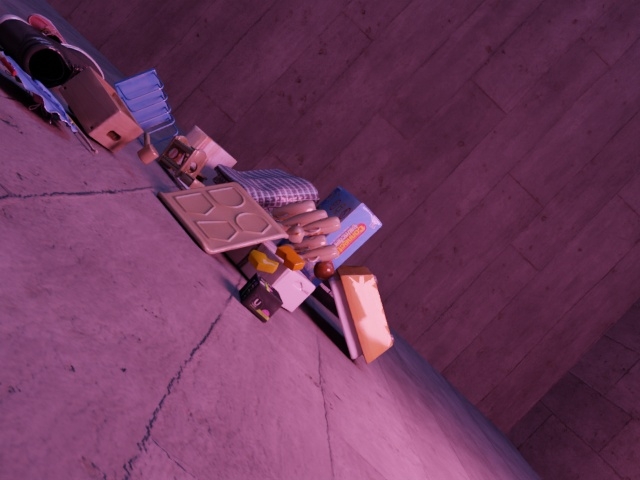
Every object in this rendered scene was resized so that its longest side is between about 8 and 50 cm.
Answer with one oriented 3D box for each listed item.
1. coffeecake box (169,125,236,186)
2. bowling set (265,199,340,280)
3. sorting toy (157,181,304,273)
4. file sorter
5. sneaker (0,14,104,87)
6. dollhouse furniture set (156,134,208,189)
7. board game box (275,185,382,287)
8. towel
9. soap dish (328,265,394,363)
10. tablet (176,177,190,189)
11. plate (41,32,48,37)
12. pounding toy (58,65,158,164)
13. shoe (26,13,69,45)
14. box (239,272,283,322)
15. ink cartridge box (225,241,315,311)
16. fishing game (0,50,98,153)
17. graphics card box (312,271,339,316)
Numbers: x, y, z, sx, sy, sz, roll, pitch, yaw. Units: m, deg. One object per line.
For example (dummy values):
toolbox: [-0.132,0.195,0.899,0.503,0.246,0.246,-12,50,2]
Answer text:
coffeecake box: [-0.362,-0.242,2.162,0.068,0.142,0.185,44,2,28]
bowling set: [-0.046,0.022,1.749,0.287,0.154,0.200,-146,-137,-72]
sorting toy: [-0.184,-0.020,1.525,0.229,0.041,0.307,-10,44,-42]
file sorter: [-0.479,-0.367,1.983,0.104,0.118,0.170,50,-21,40]
sneaker: [-0.573,-0.375,1.573,0.147,0.104,0.296,47,10,27]
dollhouse furniture set: [-0.329,-0.189,1.971,0.182,0.101,0.161,37,0,39]
board game box: [0.000,0.000,2.000,0.086,0.308,0.302,46,2,-17]
towel: [-0.167,-0.137,2.050,0.235,0.121,0.284,-8,24,-30]
soap dish: [0.102,0.180,1.870,0.291,0.118,0.229,-119,-167,-87]
tablet: [-0.369,-0.144,1.999,0.083,0.006,0.054,44,3,27]
plate: [-0.648,-0.432,1.895,0.277,0.045,0.278,44,2,-26]
pounding toy: [-0.436,-0.232,1.509,0.206,0.094,0.181,54,0,13]
shoe: [-0.807,-0.609,2.106,0.178,0.063,0.081,48,-3,-3]
box: [-0.112,0.107,1.336,0.062,0.052,0.083,42,1,-16]
ink cartridge box: [-0.126,0.054,1.615,0.203,0.086,0.148,45,2,32]
fishing game: [-0.511,-0.259,1.272,0.189,0.041,0.264,45,-5,24]
graphics card box: [0.023,0.150,2.354,0.371,0.094,0.233,44,2,-21]
